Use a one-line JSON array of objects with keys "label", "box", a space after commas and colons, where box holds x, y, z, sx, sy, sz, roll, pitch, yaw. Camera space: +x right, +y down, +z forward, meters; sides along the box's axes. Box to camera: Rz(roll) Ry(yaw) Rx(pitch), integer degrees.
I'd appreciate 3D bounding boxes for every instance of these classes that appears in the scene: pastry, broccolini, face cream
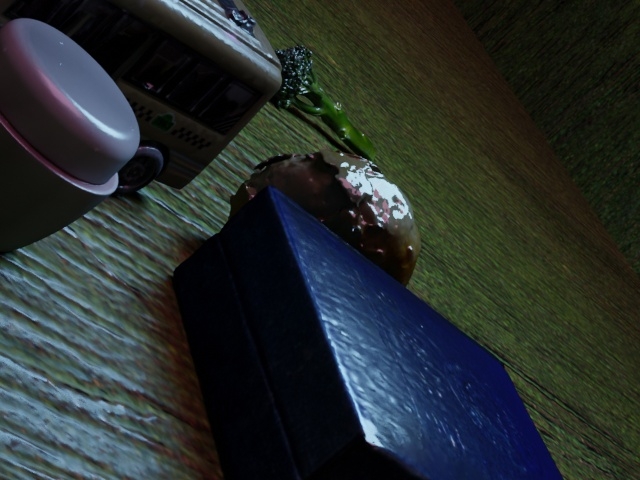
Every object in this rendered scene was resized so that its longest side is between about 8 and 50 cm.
[{"label": "pastry", "box": [0.001, -0.002, 1.149, 0.153, 0.153, 0.081, 40, 45, -31]}, {"label": "broccolini", "box": [0.007, -0.137, 1.692, 0.216, 0.067, 0.058, 47, 15, -45]}, {"label": "face cream", "box": [-0.170, -0.059, 0.865, 0.117, 0.104, 0.117, 44, 16, -16]}]

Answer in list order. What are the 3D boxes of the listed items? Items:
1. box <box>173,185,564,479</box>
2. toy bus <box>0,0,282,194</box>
[{"label": "box", "box": [0.051, 0.132, 1.021, 0.279, 0.116, 0.261, 36, 20, -35]}, {"label": "toy bus", "box": [-0.158, -0.147, 1.010, 0.289, 0.157, 0.139, 27, 26, -56]}]
